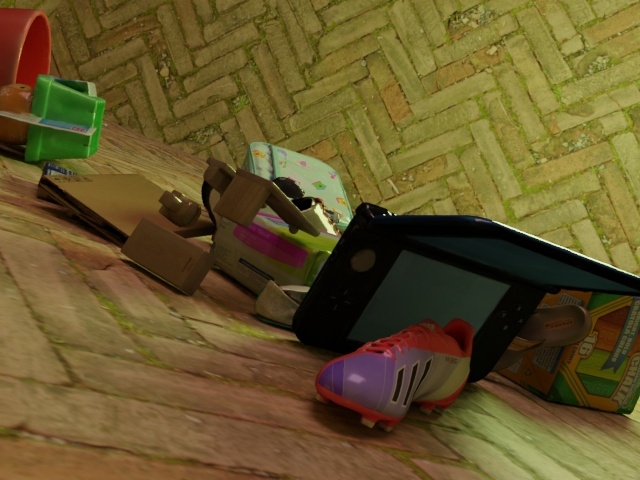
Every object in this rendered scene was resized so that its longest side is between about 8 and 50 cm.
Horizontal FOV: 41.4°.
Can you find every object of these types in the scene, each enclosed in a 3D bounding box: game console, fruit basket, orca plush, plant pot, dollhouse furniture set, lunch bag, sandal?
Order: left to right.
[{"bbox_3d":[-0.748,-0.390,1.854,0.243,0.275,0.275,11,7,-6],"label":"plant pot"},{"bbox_3d":[-0.576,-0.252,1.549,0.353,0.165,0.327,17,6,-11],"label":"fruit basket"},{"bbox_3d":[-0.117,0.001,1.008,0.144,0.151,0.123,25,-12,37],"label":"dollhouse furniture set"},{"bbox_3d":[-0.080,-0.032,1.271,0.287,0.151,0.102,19,12,-40],"label":"orca plush"},{"bbox_3d":[-0.060,-0.083,1.686,0.224,0.108,0.279,19,28,-20],"label":"lunch bag"},{"bbox_3d":[0.162,0.076,0.892,0.293,0.250,0.173,18,23,-31],"label":"game console"},{"bbox_3d":[0.264,0.120,1.114,0.180,0.072,0.049,-18,-30,15],"label":"sandal"}]

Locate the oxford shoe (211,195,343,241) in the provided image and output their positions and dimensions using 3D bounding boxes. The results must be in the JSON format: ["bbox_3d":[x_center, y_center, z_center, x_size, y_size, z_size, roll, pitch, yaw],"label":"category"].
[{"bbox_3d":[0.000,0.000,1.406,0.348,0.130,0.123,18,6,-29],"label":"oxford shoe"}]

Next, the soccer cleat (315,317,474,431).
[{"bbox_3d":[0.074,0.112,0.773,0.083,0.095,0.248,23,5,30],"label":"soccer cleat"}]

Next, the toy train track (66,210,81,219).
[{"bbox_3d":[-0.315,-0.035,1.165,0.048,0.014,0.083,24,5,24],"label":"toy train track"}]

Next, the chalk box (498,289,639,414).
[{"bbox_3d":[0.393,0.140,1.274,0.289,0.180,0.179,15,8,-39],"label":"chalk box"}]

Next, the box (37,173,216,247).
[{"bbox_3d":[-0.261,-0.046,1.172,0.164,0.021,0.201,32,17,20],"label":"box"}]

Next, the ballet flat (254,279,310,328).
[{"bbox_3d":[0.005,0.087,0.983,0.168,0.052,0.057,19,6,-25],"label":"ballet flat"}]

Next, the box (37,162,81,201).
[{"bbox_3d":[-0.307,-0.055,1.274,0.225,0.036,0.136,19,7,-19],"label":"box"}]

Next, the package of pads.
[{"bbox_3d":[0.029,0.052,1.161,0.296,0.101,0.229,16,7,-40],"label":"package of pads"}]
